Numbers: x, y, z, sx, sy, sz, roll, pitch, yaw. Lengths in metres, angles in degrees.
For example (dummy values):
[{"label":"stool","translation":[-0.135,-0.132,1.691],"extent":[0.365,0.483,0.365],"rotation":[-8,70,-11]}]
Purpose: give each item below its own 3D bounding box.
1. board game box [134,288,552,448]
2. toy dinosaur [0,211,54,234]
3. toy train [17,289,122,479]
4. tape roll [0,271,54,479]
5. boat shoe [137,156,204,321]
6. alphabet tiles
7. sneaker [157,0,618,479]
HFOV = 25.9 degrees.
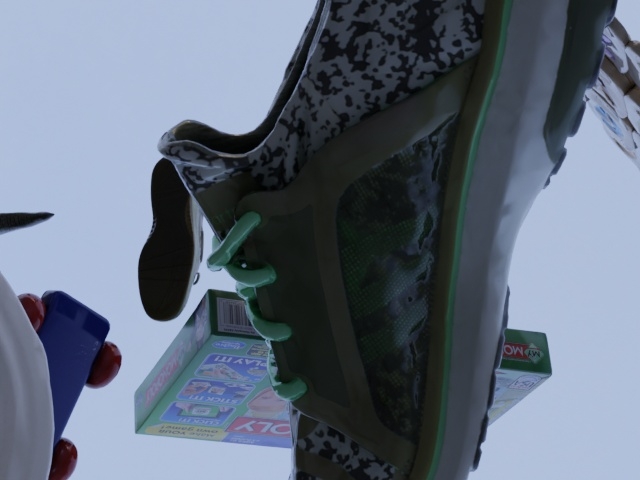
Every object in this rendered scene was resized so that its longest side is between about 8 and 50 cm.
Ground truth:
[{"label":"board game box","translation":[0.016,0.128,1.245],"extent":[0.213,0.317,0.046],"rotation":[128,-36,-51]},{"label":"toy dinosaur","translation":[-0.395,0.025,1.262],"extent":[0.313,0.160,0.121],"rotation":[-15,-141,23]},{"label":"toy train","translation":[-0.273,0.160,1.121],"extent":[0.143,0.105,0.248],"rotation":[0,-119,47]},{"label":"tape roll","translation":[-0.294,0.100,0.754],"extent":[0.100,0.286,0.286],"rotation":[-33,-121,49]},{"label":"boat shoe","translation":[-0.126,0.001,1.230],"extent":[0.056,0.048,0.153],"rotation":[-9,-112,20]},{"label":"alphabet tiles","translation":[0.250,-0.071,1.020],"extent":[0.021,0.278,0.284],"rotation":[-41,-113,2]},{"label":"sneaker","translation":[0.000,0.000,0.694],"extent":[0.182,0.158,0.410],"rotation":[14,-82,-10]}]
